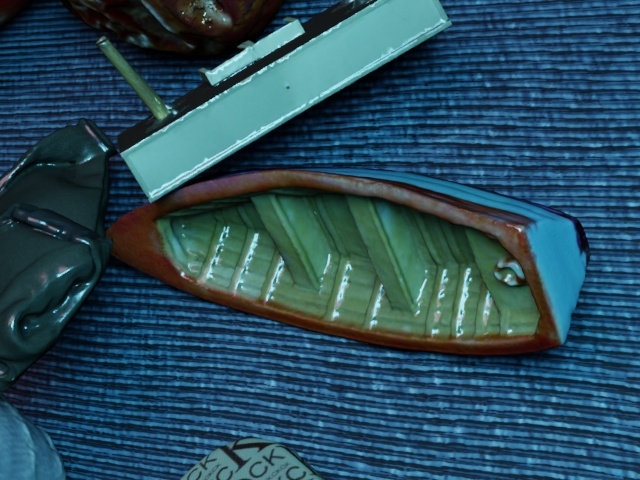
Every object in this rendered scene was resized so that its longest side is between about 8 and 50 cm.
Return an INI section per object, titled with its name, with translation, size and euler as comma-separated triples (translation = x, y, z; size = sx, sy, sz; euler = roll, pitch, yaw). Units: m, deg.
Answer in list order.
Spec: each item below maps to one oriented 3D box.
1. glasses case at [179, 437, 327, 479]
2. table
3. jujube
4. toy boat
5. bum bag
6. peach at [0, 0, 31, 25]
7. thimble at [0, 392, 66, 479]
[glasses case]
translation = 0.022, 0.239, 0.777
size = 0.137, 0.085, 0.355
euler = -48, 48, -6
[table]
translation = -0.048, -0.141, 1.001
size = 0.240, 0.111, 0.121
euler = -31, 13, -4
[jujube]
translation = -0.125, -0.239, 1.126
size = 0.183, 0.183, 0.243
euler = -48, 39, -5
[toy boat]
translation = 0.000, 0.000, 0.935
size = 0.392, 0.136, 0.079
euler = 7, 40, 45
[bum bag]
translation = -0.209, -0.006, 1.016
size = 0.142, 0.079, 0.326
euler = -37, 25, 6
[peach]
translation = -0.367, -0.272, 1.288
size = 0.362, 0.201, 0.257
euler = -36, 71, 31
[thimble]
translation = -0.293, 0.190, 0.948
size = 0.205, 0.172, 0.236
euler = 29, 80, 38
